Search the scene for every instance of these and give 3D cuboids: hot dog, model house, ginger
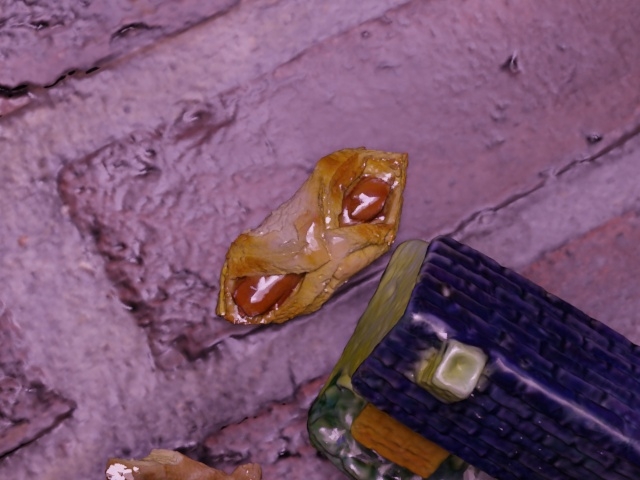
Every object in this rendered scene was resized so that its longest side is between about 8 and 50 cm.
[{"bbox_3d":[-0.001,-0.001,1.209,0.169,0.061,0.078,-44,95,-2],"label":"hot dog"},{"bbox_3d":[0.111,0.109,1.146,0.194,0.211,0.170,31,86,-5],"label":"model house"},{"bbox_3d":[-0.080,0.172,1.217,0.137,0.044,0.057,20,60,-10],"label":"ginger"}]
